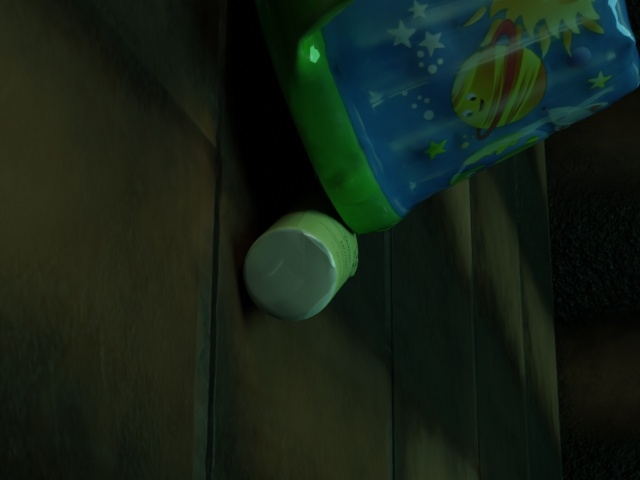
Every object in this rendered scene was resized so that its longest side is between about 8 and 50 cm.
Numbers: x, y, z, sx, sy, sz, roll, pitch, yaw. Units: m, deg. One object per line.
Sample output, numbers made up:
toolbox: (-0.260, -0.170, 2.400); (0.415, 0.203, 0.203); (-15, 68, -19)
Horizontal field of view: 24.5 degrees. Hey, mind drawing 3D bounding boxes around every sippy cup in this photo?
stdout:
sippy cup: (0.093, -0.147, 1.014); (0.305, 0.224, 0.240); (-84, 152, -66)

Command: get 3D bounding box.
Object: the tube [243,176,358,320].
tube: (0.000, 0.000, 1.035); (0.070, 0.062, 0.240); (-58, 177, 12)
